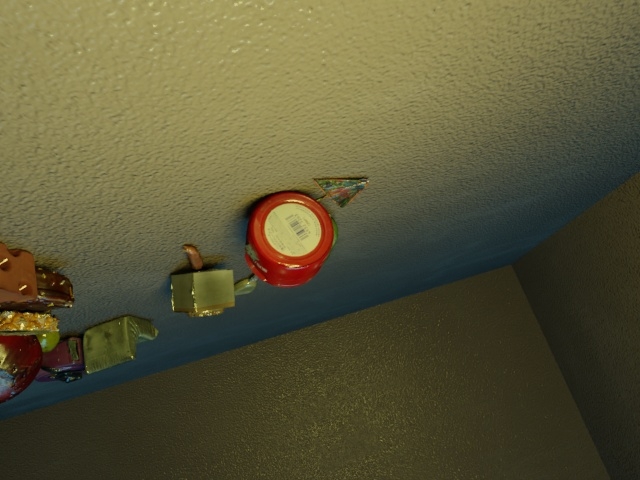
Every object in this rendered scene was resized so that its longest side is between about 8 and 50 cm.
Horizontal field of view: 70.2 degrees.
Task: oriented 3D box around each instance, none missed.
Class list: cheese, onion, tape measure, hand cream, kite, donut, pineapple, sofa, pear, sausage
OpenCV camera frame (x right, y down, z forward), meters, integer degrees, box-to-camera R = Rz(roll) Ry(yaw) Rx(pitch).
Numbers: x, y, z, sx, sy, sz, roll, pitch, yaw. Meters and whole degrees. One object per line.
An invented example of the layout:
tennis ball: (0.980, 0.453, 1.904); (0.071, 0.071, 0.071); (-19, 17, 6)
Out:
cheese: (-0.271, 0.162, 1.744); (0.097, 0.037, 0.192); (-4, 157, -38)
onion: (-0.962, 0.341, 1.319); (0.276, 0.276, 0.276); (-16, 161, -6)
cheese: (-0.713, 0.063, 0.928); (0.202, 0.128, 0.177); (-8, 159, -24)
tape measure: (-0.998, 0.467, 1.766); (0.231, 0.149, 0.245); (-20, 161, 4)
hand cream: (-0.081, -0.003, 1.174); (0.230, 0.230, 0.149); (-11, 160, -19)
kite: (0.048, -0.137, 1.237); (0.183, 0.014, 0.241); (-22, 161, 19)
donut: (-0.737, 0.130, 1.122); (0.216, 0.096, 0.230); (11, 156, -39)
pineapple: (-0.768, 0.212, 1.132); (0.221, 0.047, 0.221); (-3, 162, -1)
sofa: (-0.770, 0.410, 1.771); (0.210, 0.176, 0.225); (-19, 161, 1)
pear: (-0.912, 0.315, 1.488); (0.107, 0.107, 0.131); (0, 148, -42)
sausage: (-0.373, 0.050, 1.344); (0.042, 0.036, 0.158); (-22, 162, -12)

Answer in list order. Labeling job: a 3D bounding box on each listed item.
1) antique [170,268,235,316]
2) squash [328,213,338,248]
antique: (-0.372, 0.164, 1.438); (0.151, 0.148, 0.146); (-3, 178, -44)
squash: (0.000, 0.000, 1.449); (0.101, 0.101, 0.379); (-14, 160, -10)
